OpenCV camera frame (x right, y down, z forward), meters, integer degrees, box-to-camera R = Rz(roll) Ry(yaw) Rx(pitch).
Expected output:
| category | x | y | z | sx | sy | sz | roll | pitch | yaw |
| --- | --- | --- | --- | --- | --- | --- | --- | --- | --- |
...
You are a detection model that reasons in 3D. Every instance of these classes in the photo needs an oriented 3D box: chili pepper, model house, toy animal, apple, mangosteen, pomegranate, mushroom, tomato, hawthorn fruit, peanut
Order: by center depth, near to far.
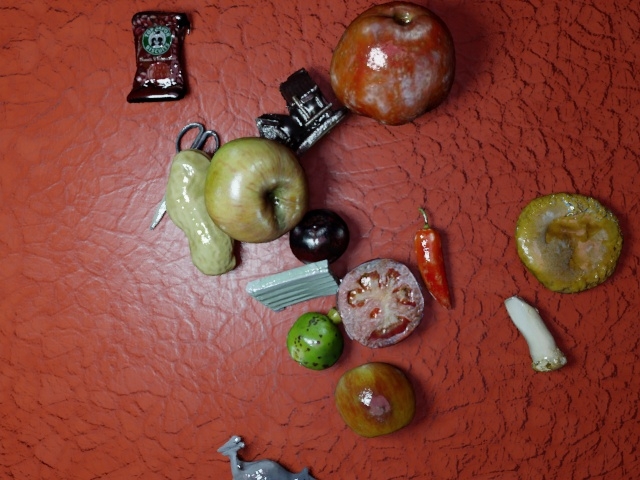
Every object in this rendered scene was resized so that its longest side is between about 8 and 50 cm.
| category | x | y | z | sx | sy | sz | roll | pitch | yaw |
| --- | --- | --- | --- | --- | --- | --- | --- | --- | --- |
| apple | -0.146 | -0.113 | 1.193 | 0.194 | 0.261 | 0.261 | 28 | 94 | 45 |
| hawthorn fruit | 0.168 | -0.401 | 1.209 | 0.284 | 0.284 | 0.284 | 0 | 92 | 2 |
| model house | -0.061 | -0.300 | 1.273 | 0.203 | 0.141 | 0.164 | -41 | 100 | 6 |
| mangosteen | 0.000 | 0.000 | 1.289 | 0.152 | 0.152 | 0.152 | 0 | 92 | 2 |
| peanut | -0.295 | -0.064 | 1.292 | 0.148 | 0.147 | 0.319 | -12 | 101 | 3 |
| apple | 0.135 | 0.389 | 1.298 | 0.195 | 0.160 | 0.173 | -19 | 70 | -3 |
| pomegranate | -0.002 | 0.241 | 1.300 | 0.169 | 0.122 | 0.143 | -44 | 88 | 4 |
| tomato | 0.139 | 0.150 | 1.302 | 0.225 | 0.085 | 0.225 | 0 | 89 | -7 |
| mushroom | 0.527 | 0.229 | 1.310 | 0.084 | 0.071 | 0.209 | -30 | 88 | 35 |
| chili pepper | 0.277 | 0.049 | 1.315 | 0.071 | 0.063 | 0.272 | -12 | 95 | 15 |
| toy animal | -0.195 | 0.598 | 1.339 | 0.367 | 0.081 | 0.205 | -16 | 103 | 3 |

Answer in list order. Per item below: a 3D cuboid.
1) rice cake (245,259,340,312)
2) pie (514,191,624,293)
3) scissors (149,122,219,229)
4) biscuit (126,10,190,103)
| category | x | y | z | sx | sy | sz | roll | pitch | yaw |
| --- | --- | --- | --- | --- | --- | --- | --- | --- | --- |
| rice cake | -0.057 | 0.115 | 1.281 | 0.198 | 0.189 | 0.037 | -20 | 63 | 8 |
| pie | 0.609 | 0.004 | 1.295 | 0.273 | 0.069 | 0.273 | 0 | 91 | -2 |
| scissors | -0.362 | -0.156 | 1.348 | 0.109 | 0.022 | 0.300 | 30 | 95 | 0 |
| biscuit | -0.402 | -0.455 | 1.315 | 0.151 | 0.063 | 0.235 | 1 | 90 | 2 |
